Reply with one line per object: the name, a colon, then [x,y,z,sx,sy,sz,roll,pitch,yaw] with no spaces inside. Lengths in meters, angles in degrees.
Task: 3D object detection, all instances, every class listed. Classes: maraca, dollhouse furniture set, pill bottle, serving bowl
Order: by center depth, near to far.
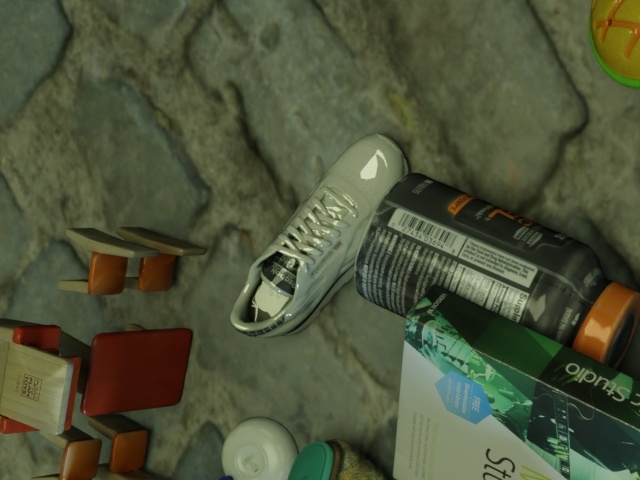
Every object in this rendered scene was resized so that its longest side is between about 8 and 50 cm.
maraca: [0.294,-0.217,1.507,0.127,0.099,0.185,-16,60,27]
pill bottle: [0.164,0.040,1.548,0.246,0.130,0.130,25,101,22]
dollhouse furniture set: [-0.212,0.129,1.649,0.135,0.259,0.262,14,98,33]
serving bowl: [-0.065,0.220,1.710,0.083,0.027,0.083,1,92,24]

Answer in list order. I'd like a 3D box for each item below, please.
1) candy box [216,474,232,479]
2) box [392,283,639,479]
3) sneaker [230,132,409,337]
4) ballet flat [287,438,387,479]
candy box: [-0.186,0.417,1.711,0.317,0.122,0.268,-26,85,22]
box: [0.216,0.194,1.498,0.322,0.058,0.232,24,140,21]
sneaker: [0.000,0.000,1.641,0.090,0.095,0.235,38,104,21]
ballet flat: [-0.017,0.352,1.574,0.123,0.123,0.348,10,60,24]
